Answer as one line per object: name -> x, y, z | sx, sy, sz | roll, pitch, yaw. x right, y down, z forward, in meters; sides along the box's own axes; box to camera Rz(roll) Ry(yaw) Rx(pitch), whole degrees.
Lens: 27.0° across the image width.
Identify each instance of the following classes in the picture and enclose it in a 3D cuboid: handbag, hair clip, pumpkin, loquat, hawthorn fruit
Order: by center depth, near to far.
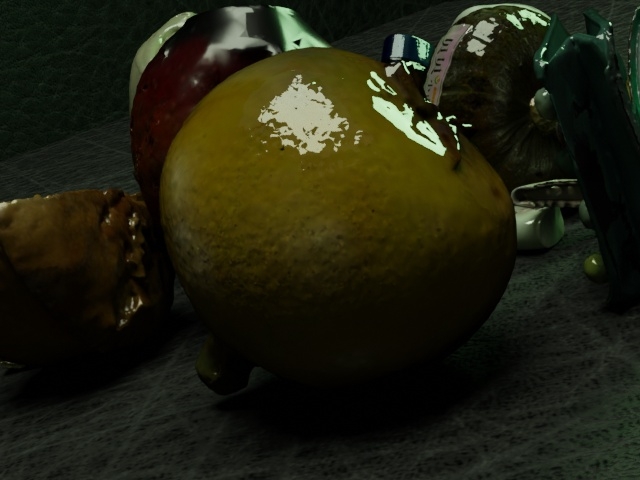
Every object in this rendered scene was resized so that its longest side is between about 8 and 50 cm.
loquat -> 0.000, 0.000, 1.220 | 0.359, 0.328, 0.328 | -52, 4, 18
handbag -> 0.279, -0.087, 1.323 | 0.100, 0.269, 0.274 | -20, 13, 14
hawthorn fruit -> -0.075, -0.115, 1.493 | 0.315, 0.316, 0.316 | -13, 15, 3
hair clip -> 0.310, -0.054, 1.504 | 0.225, 0.034, 0.072 | -2, 9, -16
pumpkin -> 0.245, -0.151, 1.609 | 0.260, 0.260, 0.189 | -21, 15, -24

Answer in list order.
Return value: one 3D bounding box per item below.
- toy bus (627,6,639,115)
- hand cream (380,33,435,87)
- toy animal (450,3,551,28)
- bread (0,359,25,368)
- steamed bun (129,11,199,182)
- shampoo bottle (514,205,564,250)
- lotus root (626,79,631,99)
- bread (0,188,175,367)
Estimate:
toy bus -> 0.554, -0.196, 1.565 | 0.343, 0.184, 0.199 | -6, -20, 28
hand cream -> 0.106, -0.134, 1.679 | 0.061, 0.120, 0.271 | -29, 44, 46
toy animal -> 0.232, -0.211, 1.845 | 0.266, 0.212, 0.212 | -43, 19, -5
bread -> -0.350, 0.124, 1.563 | 0.046, 0.036, 0.083 | 3, 16, 3
steamed bun -> -0.097, -0.131, 1.814 | 0.367, 0.255, 0.342 | 22, 26, -2
shampoo bottle -> 0.200, -0.013, 1.539 | 0.151, 0.045, 0.077 | -4, 17, 37
lotus root -> 0.396, -0.175, 1.845 | 0.097, 0.110, 0.258 | 33, 18, 1
bread -> -0.280, 0.048, 1.479 | 0.194, 0.179, 0.340 | -15, -3, 17
